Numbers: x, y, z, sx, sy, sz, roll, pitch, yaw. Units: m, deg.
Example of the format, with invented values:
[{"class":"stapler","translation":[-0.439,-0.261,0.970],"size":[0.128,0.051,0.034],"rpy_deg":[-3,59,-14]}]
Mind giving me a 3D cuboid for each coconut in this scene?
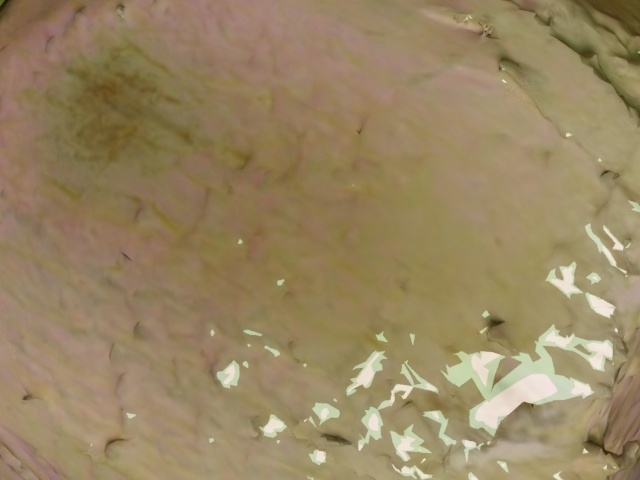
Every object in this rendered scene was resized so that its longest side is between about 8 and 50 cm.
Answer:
[{"class":"coconut","translation":[0.000,0.000,0.661],"size":[0.404,0.404,0.404],"rpy_deg":[2,120,3]}]
